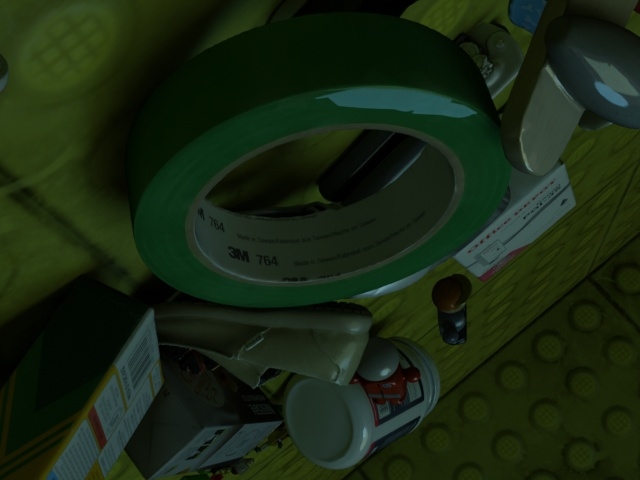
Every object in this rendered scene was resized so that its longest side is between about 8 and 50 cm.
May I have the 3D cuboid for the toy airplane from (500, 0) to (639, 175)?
[{"bbox_3d":[0.273,-0.279,0.706,0.384,0.272,0.386,-40,146,-39],"label":"toy airplane"}]

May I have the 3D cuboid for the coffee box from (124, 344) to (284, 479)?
[{"bbox_3d":[-0.162,0.207,1.162,0.098,0.141,0.246,-44,160,8],"label":"coffee box"}]

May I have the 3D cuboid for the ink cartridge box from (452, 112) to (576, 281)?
[{"bbox_3d":[0.265,-0.057,1.406,0.207,0.117,0.283,-41,161,8],"label":"ink cartridge box"}]

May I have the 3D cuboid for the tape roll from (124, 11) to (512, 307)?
[{"bbox_3d":[-0.002,-0.052,0.795,0.321,0.077,0.321,-10,150,-6],"label":"tape roll"}]

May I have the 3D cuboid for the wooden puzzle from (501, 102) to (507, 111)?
[{"bbox_3d":[0.279,-0.201,1.291,0.049,0.006,0.083,-22,154,-41],"label":"wooden puzzle"}]

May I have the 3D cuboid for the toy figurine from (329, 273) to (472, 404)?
[{"bbox_3d":[0.087,0.094,1.280,0.209,0.213,0.148,-39,148,-11],"label":"toy figurine"}]

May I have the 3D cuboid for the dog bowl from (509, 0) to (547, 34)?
[{"bbox_3d":[0.348,-0.327,1.048,0.297,0.074,0.166,-39,161,-3],"label":"dog bowl"}]

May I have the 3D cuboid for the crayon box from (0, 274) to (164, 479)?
[{"bbox_3d":[-0.269,0.217,0.885,0.203,0.083,0.323,101,15,-60],"label":"crayon box"}]

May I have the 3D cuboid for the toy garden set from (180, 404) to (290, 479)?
[{"bbox_3d":[-0.146,0.413,1.773,0.244,0.049,0.204,-42,160,5],"label":"toy garden set"}]

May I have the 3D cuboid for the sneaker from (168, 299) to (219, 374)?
[{"bbox_3d":[-0.087,0.058,1.096,0.225,0.088,0.093,-41,-179,3],"label":"sneaker"}]

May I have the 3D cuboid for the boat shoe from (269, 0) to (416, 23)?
[{"bbox_3d":[0.059,-0.217,0.758,0.228,0.069,0.081,-43,160,9],"label":"boat shoe"}]

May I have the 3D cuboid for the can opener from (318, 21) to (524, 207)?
[{"bbox_3d":[0.119,-0.129,1.053,0.280,0.074,0.093,-44,161,10],"label":"can opener"}]

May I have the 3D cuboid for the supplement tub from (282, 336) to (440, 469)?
[{"bbox_3d":[0.079,0.288,1.704,0.272,0.191,0.191,-14,147,-51],"label":"supplement tub"}]

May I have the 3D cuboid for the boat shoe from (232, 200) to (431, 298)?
[{"bbox_3d":[0.000,0.000,0.996,0.267,0.096,0.088,-1,137,-10],"label":"boat shoe"}]

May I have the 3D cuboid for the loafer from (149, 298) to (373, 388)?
[{"bbox_3d":[-0.079,0.109,0.984,0.268,0.092,0.102,0,179,15],"label":"loafer"}]

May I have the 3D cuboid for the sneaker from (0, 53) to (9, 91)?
[{"bbox_3d":[-0.248,-0.070,0.542,0.134,0.051,0.070,-26,158,-27],"label":"sneaker"}]

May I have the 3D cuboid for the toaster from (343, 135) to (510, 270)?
[{"bbox_3d":[0.136,-0.054,1.157,0.227,0.129,0.146,-38,160,15],"label":"toaster"}]
